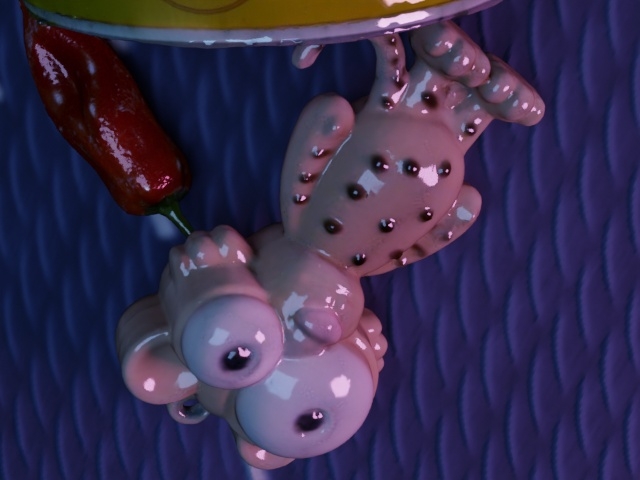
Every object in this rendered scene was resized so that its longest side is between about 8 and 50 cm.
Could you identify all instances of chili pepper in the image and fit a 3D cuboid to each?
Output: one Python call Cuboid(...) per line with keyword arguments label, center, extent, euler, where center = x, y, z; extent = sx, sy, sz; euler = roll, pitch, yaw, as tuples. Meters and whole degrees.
Cuboid(label="chili pepper", center=(-0.122, -0.068, 0.802), extent=(0.059, 0.050, 0.191), euler=(-39, 86, 36))

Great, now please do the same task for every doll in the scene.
Cuboid(label="doll", center=(0.002, 0.000, 0.755), extent=(0.154, 0.119, 0.278), euler=(23, 109, -27))

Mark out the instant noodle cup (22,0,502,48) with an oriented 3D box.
Cuboid(label="instant noodle cup", center=(-0.030, -0.241, 0.611), extent=(0.326, 0.325, 0.254), euler=(4, 115, 12))
